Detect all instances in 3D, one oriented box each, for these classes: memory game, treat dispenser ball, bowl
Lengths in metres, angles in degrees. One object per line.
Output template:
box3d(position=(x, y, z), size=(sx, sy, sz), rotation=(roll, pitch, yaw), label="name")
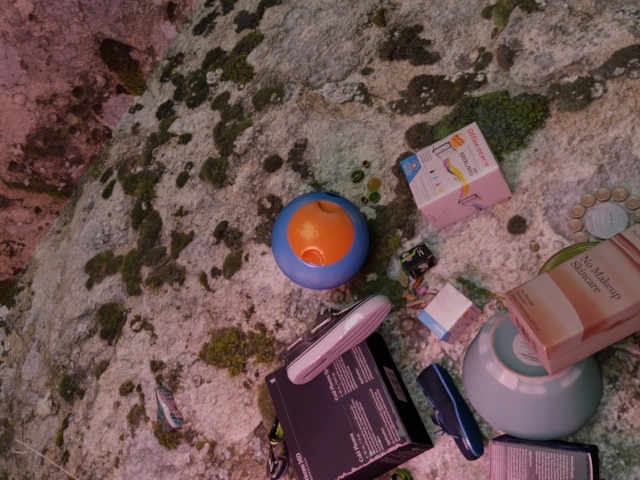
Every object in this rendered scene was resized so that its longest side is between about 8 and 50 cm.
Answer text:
box3d(position=(0.711, -0.047, 1.410), size=(0.186, 0.012, 0.186), rotation=(-12, 65, 28), label="memory game")
box3d(position=(0.000, 0.000, 1.660), size=(0.288, 0.288, 0.288), rotation=(-12, 64, 27), label="treat dispenser ball")
box3d(position=(0.471, 0.265, 1.274), size=(0.311, 0.163, 0.312), rotation=(-10, 49, 11), label="bowl")

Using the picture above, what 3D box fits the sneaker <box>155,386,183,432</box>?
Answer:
box3d(position=(-0.523, 0.565, 1.890), size=(0.076, 0.065, 0.166), rotation=(-45, 53, 13), label="sneaker")

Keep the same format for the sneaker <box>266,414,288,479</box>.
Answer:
box3d(position=(-0.127, 0.587, 1.624), size=(0.067, 0.078, 0.188), rotation=(0, 71, 32), label="sneaker")

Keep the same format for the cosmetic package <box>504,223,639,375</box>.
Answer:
box3d(position=(0.537, 0.117, 1.119), size=(0.296, 0.129, 0.153), rotation=(-30, 48, 3), label="cosmetic package")

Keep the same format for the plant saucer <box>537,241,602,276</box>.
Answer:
box3d(position=(0.588, 0.094, 1.222), size=(0.241, 0.037, 0.241), rotation=(-13, 51, 17), label="plant saucer")

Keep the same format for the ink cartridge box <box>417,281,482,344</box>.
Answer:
box3d(position=(0.345, 0.186, 1.489), size=(0.143, 0.092, 0.090), rotation=(-49, 54, 6), label="ink cartridge box")

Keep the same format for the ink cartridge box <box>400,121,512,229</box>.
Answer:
box3d(position=(0.376, -0.174, 1.571), size=(0.232, 0.168, 0.171), rotation=(-27, 58, 19), label="ink cartridge box")

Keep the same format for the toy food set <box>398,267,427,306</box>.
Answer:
box3d(position=(0.265, 0.128, 1.610), size=(0.078, 0.019, 0.122), rotation=(-20, 54, 24), label="toy food set")

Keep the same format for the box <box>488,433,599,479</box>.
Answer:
box3d(position=(0.485, 0.492, 1.232), size=(0.207, 0.153, 0.108), rotation=(-3, 77, 29), label="box")

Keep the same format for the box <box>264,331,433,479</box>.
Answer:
box3d(position=(0.067, 0.448, 1.499), size=(0.312, 0.179, 0.343), rotation=(-33, 56, 14), label="box")

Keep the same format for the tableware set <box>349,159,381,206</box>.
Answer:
box3d(position=(0.142, -0.184, 1.811), size=(0.104, 0.024, 0.154), rotation=(-14, 63, 26), label="tableware set")

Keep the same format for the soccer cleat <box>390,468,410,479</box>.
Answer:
box3d(position=(0.208, 0.655, 1.392), size=(0.060, 0.072, 0.179), rotation=(-27, 59, 20), label="soccer cleat")

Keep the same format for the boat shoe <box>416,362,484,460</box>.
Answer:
box3d(position=(0.320, 0.433, 1.414), size=(0.089, 0.109, 0.258), rotation=(-41, 38, 19), label="boat shoe")

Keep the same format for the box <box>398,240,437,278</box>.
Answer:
box3d(position=(0.275, 0.056, 1.601), size=(0.083, 0.052, 0.062), rotation=(-33, 50, 3), label="box")

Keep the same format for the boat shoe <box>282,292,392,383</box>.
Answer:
box3d(position=(0.025, 0.224, 1.434), size=(0.335, 0.121, 0.119), rotation=(-40, 59, 13), label="boat shoe")
